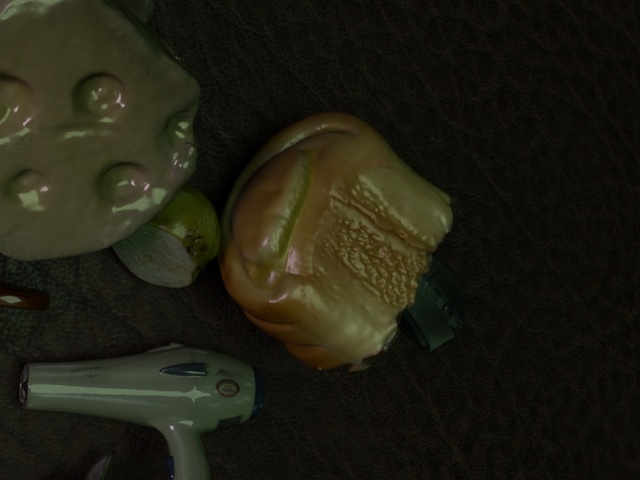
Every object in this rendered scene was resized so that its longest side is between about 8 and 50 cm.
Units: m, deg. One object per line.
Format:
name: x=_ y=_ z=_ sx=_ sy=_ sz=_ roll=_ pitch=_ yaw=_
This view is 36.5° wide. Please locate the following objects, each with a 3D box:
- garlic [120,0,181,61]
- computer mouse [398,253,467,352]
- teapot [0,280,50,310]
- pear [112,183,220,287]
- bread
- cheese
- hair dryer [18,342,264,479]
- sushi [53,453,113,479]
garlic: x=-0.327 y=-0.258 z=1.093 sx=0.325 sy=0.132 sz=0.279 roll=-11 pitch=120 yaw=-32
computer mouse: x=0.149 y=0.073 z=1.452 sx=0.231 sy=0.071 sz=0.126 roll=46 pitch=69 yaw=-26
teapot: x=-0.418 y=0.053 z=1.061 sx=0.252 sy=0.135 sz=0.178 roll=12 pitch=90 yaw=-31
pear: x=-0.188 y=-0.017 z=1.209 sx=0.141 sy=0.141 sz=0.104 roll=50 pitch=47 yaw=-23
bread: x=0.000 y=0.000 z=1.286 sx=0.270 sy=0.211 sz=0.316 roll=34 pitch=67 yaw=-20
cheese: x=-0.278 y=-0.136 z=1.032 sx=0.318 sy=0.115 sz=0.326 roll=-4 pitch=123 yaw=-29
hair dryer: x=-0.227 y=0.234 z=1.166 sx=0.295 sy=0.119 sz=0.298 roll=21 pitch=47 yaw=-10
sushi: x=-0.340 y=0.370 z=1.146 sx=0.273 sy=0.134 sz=0.109 roll=-36 pitch=124 yaw=-41
